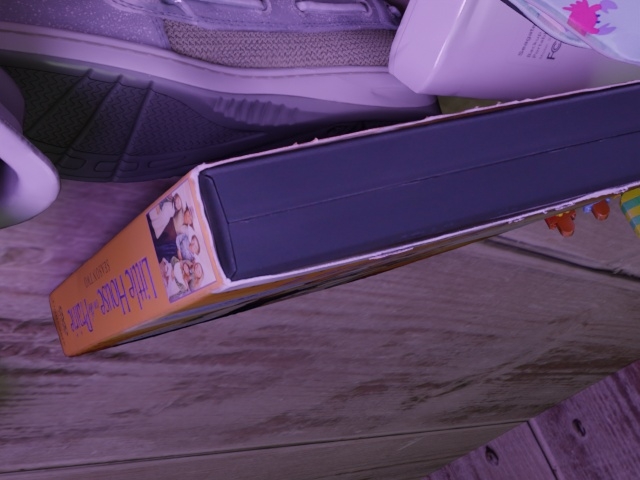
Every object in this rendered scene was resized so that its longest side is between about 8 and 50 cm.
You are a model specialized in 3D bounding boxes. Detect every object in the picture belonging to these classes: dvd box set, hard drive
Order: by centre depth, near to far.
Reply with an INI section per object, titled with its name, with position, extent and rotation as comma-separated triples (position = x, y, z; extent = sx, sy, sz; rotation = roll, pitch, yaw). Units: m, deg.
[hard drive]
position = 0.194, -0.177, 0.606
extent = 0.307, 0.040, 0.203
rotation = -4, 127, -42
[dvd box set]
position = 0.000, 0.000, 0.683
extent = 0.307, 0.062, 0.420
rotation = -14, 175, -26

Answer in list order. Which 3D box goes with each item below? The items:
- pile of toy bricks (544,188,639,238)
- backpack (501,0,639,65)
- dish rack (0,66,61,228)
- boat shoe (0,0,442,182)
[pile of toy bricks]
position = 0.332, -0.048, 1.037
extent = 0.212, 0.105, 0.118
rotation = -25, 158, 1
[backpack]
position = 0.110, -0.205, 0.338
extent = 0.225, 0.191, 0.253
rotation = 26, 124, -28
[dish rack]
position = -0.270, -0.076, 0.314
extent = 0.285, 0.072, 0.333
rotation = -10, 157, 10
[boat shoe]
position = -0.072, -0.099, 0.541
extent = 0.320, 0.103, 0.118
rotation = -2, 160, -34
